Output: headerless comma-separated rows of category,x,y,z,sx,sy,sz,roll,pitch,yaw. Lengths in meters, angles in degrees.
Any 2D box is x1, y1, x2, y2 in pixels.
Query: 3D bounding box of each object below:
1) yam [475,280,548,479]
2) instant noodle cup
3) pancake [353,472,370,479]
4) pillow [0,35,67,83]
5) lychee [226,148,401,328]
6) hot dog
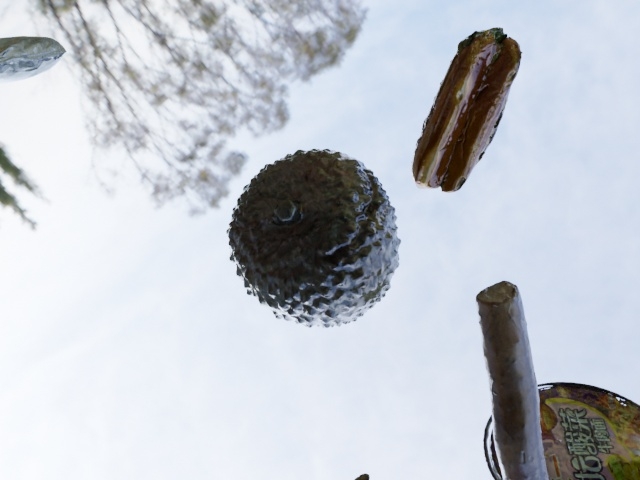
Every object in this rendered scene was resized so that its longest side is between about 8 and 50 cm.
yam,0.200,0.162,0.833,0.056,0.241,0.057,-12,-167,3
instant noodle cup,0.442,0.457,1.395,0.339,0.266,0.340,-2,-146,1
pancake,-0.003,0.405,1.160,0.190,0.184,0.020,-45,-112,6
pillow,-0.390,-0.183,0.848,0.128,0.051,0.229,-1,-164,37
lychee,0.000,0.000,1.132,0.255,0.274,0.256,-11,-113,26
hot dog,0.219,-0.190,1.198,0.072,0.115,0.269,-88,-162,-60
